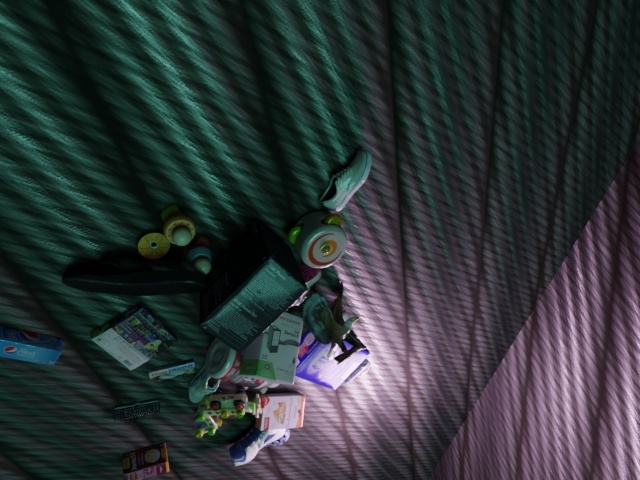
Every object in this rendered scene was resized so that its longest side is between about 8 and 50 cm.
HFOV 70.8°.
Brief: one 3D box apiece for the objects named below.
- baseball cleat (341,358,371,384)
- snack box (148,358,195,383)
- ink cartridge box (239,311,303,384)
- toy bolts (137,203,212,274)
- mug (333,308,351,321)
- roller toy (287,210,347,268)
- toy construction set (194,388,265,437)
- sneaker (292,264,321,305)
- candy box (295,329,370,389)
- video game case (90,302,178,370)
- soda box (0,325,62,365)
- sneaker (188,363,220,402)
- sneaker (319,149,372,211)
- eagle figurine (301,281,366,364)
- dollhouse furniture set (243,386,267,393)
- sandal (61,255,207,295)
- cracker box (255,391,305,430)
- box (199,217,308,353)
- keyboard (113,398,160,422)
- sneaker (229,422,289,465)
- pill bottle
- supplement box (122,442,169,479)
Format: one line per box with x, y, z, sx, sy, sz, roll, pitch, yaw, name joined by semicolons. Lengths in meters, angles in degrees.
0.175;0.692;2.326;0.205;0.072;0.109;-34;138;3;baseball cleat
-0.607;0.536;1.844;0.178;0.022;0.064;-10;125;-21;snack box
-0.192;0.422;1.812;0.114;0.273;0.198;-14;148;43;ink cartridge box
-0.461;0.035;1.476;0.218;0.158;0.228;-40;131;3;toy bolts
0.098;0.352;2.055;0.078;0.062;0.064;-30;123;-14;mug
0.000;0.000;1.698;0.209;0.146;0.191;-30;131;-6;roller toy
-0.405;0.757;1.997;0.327;0.151;0.215;-9;121;-13;toy construction set
-0.098;0.195;1.825;0.252;0.103;0.111;-35;135;7;sneaker
0.034;0.541;2.113;0.268;0.122;0.317;-48;129;8;candy box
-0.683;0.360;1.667;0.210;0.042;0.232;-32;131;-4;video game case
-0.979;0.348;1.490;0.210;0.067;0.071;27;107;-38;soda box
-0.492;0.615;1.913;0.087;0.092;0.229;18;114;-37;sneaker
0.091;-0.217;1.627;0.091;0.094;0.258;15;115;-39;sneaker
0.068;0.348;1.889;0.225;0.299;0.226;-32;166;-1;eagle figurine
-0.280;0.669;2.045;0.091;0.114;0.081;-53;139;-1;dollhouse furniture set
-0.595;0.113;1.469;0.444;0.107;0.168;0;157;-5;sandal
-0.192;0.827;2.185;0.232;0.067;0.156;9;83;-32;cracker box
-0.240;0.141;1.527;0.312;0.343;0.179;-44;117;7;box
-0.770;0.724;1.892;0.180;0.023;0.108;-2;123;-25;keyboard
-0.312;0.963;2.242;0.315;0.127;0.183;-20;126;-23;sneaker
-0.306;0.518;1.884;0.318;0.176;0.176;31;105;-39;pill bottle
-0.786;1.001;2.024;0.188;0.104;0.081;-7;125;-23;supplement box
